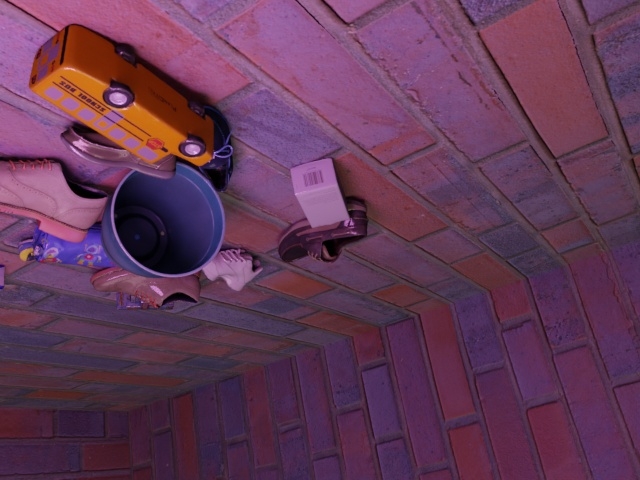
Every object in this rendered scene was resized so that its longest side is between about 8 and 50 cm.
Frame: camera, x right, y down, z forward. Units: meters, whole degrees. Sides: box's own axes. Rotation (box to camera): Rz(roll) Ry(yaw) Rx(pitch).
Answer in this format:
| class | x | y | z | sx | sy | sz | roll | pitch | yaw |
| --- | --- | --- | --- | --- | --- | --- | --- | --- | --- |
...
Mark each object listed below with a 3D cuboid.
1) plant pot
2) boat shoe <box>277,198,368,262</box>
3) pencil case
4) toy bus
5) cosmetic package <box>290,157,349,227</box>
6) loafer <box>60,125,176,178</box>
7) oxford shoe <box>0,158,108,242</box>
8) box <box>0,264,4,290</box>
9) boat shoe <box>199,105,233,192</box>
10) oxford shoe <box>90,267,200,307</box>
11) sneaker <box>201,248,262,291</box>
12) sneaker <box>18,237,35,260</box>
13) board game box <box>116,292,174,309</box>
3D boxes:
| class | x | y | z | sx | sy | sz | roll | pitch | yaw |
| --- | --- | --- | --- | --- | --- | --- | --- | --- | --- |
| plant pot | -0.407 | -0.028 | 1.513 | 0.271 | 0.272 | 0.255 | 6 | 166 | -34 |
| boat shoe | 0.000 | 0.000 | 1.891 | 0.132 | 0.130 | 0.355 | 12 | 148 | -42 |
| pencil case | -0.603 | 0.007 | 1.658 | 0.305 | 0.120 | 0.133 | 5 | 143 | -33 |
| toy bus | -0.346 | -0.246 | 1.149 | 0.130 | 0.108 | 0.332 | -25 | 145 | 26 |
| cosmetic package | 0.003 | -0.123 | 1.675 | 0.117 | 0.086 | 0.231 | -13 | 159 | 5 |
| loafer | -0.419 | -0.204 | 1.323 | 0.251 | 0.094 | 0.088 | 11 | 114 | -37 |
| oxford shoe | -0.648 | -0.136 | 1.352 | 0.146 | 0.140 | 0.397 | -49 | 142 | 7 |
| box | -1.002 | 0.119 | 1.797 | 0.137 | 0.072 | 0.126 | -30 | 151 | 36 |
| boat shoe | -0.232 | -0.197 | 1.388 | 0.108 | 0.089 | 0.258 | -12 | 154 | 4 |
| oxford shoe | -0.550 | 0.149 | 1.989 | 0.347 | 0.130 | 0.123 | -1 | 155 | -22 |
| sneaker | -0.295 | 0.067 | 1.986 | 0.129 | 0.111 | 0.297 | -34 | 155 | 12 |
| sneaker | -0.750 | 0.011 | 1.696 | 0.144 | 0.059 | 0.053 | -11 | 131 | -41 |
| board game box | -0.602 | 0.200 | 2.142 | 0.193 | 0.060 | 0.194 | -1 | 166 | -17 |
